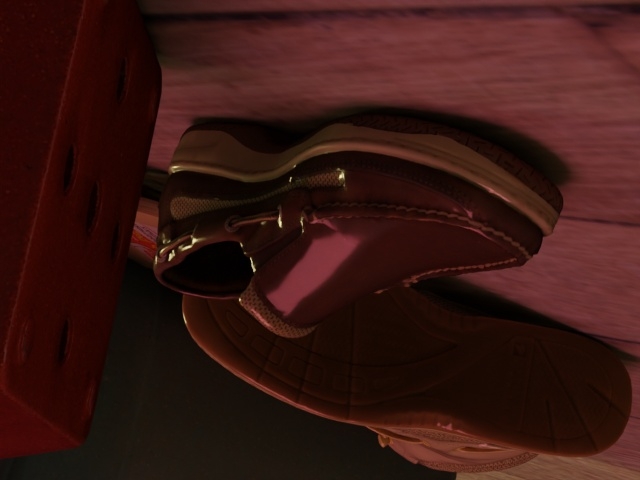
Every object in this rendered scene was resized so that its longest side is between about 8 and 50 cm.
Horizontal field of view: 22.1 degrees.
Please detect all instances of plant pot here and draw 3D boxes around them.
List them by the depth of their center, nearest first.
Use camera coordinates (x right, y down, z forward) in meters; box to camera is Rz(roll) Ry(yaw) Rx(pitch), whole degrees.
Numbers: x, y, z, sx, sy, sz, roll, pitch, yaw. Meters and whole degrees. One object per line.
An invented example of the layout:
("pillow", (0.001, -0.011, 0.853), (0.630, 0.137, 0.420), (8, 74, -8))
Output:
("plant pot", (-0.203, -0.031, 0.672), (0.236, 0.267, 0.267), (10, 166, 4))
("plant pot", (-0.097, 0.184, 1.239), (0.334, 0.341, 0.341), (18, 169, -13))

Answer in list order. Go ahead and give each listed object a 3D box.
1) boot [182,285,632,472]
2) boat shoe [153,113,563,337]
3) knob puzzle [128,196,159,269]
("boot", (0.039, 0.079, 1.010), (0.262, 0.095, 0.203), (14, 168, -4))
("boat shoe", (0.006, 0.004, 0.757), (0.095, 0.095, 0.257), (30, 166, -30))
("knob puzzle", (-0.096, -0.005, 1.057), (0.213, 0.030, 0.213), (22, 168, 5))
